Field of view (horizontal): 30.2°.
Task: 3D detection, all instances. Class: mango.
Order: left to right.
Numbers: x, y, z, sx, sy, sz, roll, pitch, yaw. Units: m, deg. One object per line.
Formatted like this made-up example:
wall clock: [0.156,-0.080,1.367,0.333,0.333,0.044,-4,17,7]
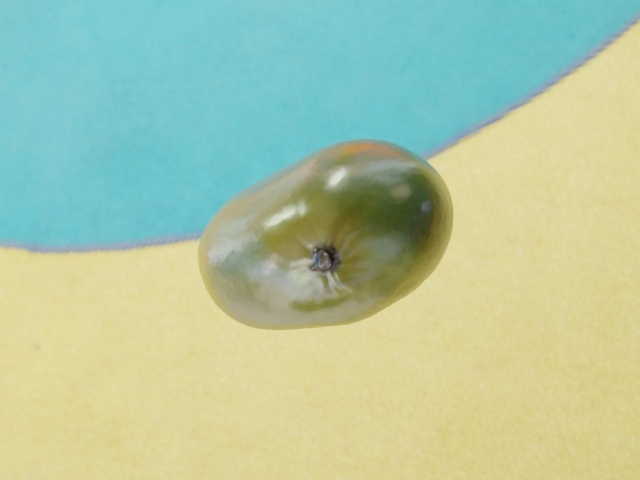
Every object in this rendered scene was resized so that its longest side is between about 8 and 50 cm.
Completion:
mango: [-0.002,0.002,0.605,0.122,0.086,0.191,-33,4,-17]
